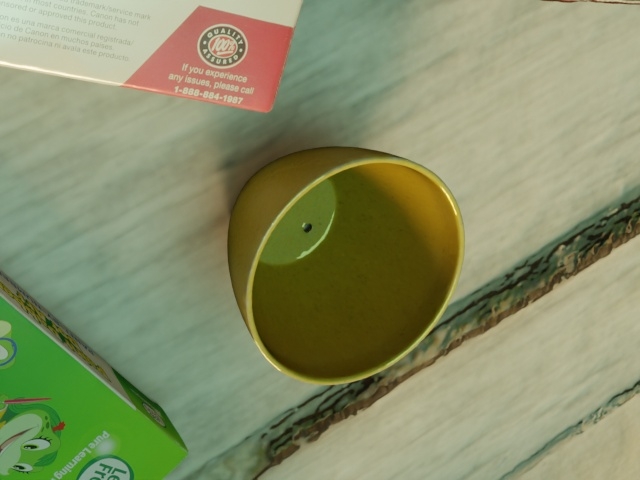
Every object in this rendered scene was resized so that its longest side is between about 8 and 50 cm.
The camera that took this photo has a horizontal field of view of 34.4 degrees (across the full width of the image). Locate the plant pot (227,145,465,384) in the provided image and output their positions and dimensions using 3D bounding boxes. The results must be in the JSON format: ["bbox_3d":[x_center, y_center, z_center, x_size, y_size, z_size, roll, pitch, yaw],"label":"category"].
[{"bbox_3d":[0.000,0.000,0.588,0.134,0.095,0.134,-14,120,-25],"label":"plant pot"}]

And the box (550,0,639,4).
[{"bbox_3d":[0.124,-0.230,0.501,0.167,0.168,0.203,-3,114,-29],"label":"box"}]

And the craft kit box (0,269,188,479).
[{"bbox_3d":[-0.237,0.123,0.537,0.250,0.061,0.246,-43,130,-5],"label":"craft kit box"}]

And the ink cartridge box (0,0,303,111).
[{"bbox_3d":[-0.076,-0.183,0.455,0.159,0.092,0.217,6,112,-33],"label":"ink cartridge box"}]
